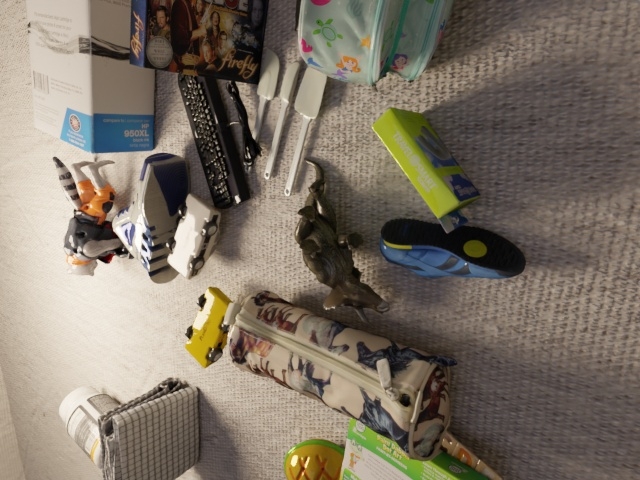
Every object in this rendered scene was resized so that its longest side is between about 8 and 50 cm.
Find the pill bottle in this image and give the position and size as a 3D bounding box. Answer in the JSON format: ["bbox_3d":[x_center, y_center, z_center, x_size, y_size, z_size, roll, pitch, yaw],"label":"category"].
[{"bbox_3d":[-0.740,0.614,1.380,0.278,0.162,0.162,21,113,32],"label":"pill bottle"}]

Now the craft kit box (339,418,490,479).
[{"bbox_3d":[0.133,0.452,0.691,0.250,0.061,0.247,14,98,48],"label":"craft kit box"}]

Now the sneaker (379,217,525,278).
[{"bbox_3d":[0.191,0.024,0.621,0.209,0.069,0.082,12,141,25],"label":"sneaker"}]

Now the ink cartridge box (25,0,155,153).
[{"bbox_3d":[-0.537,-0.432,0.969,0.285,0.166,0.395,24,115,29],"label":"ink cartridge box"}]

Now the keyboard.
[{"bbox_3d":[-0.211,-0.230,0.857,0.201,0.033,0.317,-15,93,42],"label":"keyboard"}]

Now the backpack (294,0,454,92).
[{"bbox_3d":[0.067,-0.305,0.505,0.191,0.253,0.225,19,112,10],"label":"backpack"}]

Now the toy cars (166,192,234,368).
[{"bbox_3d":[-0.255,0.091,0.947,0.176,0.087,0.394,-9,93,32],"label":"toy cars"}]

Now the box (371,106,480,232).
[{"bbox_3d":[0.156,-0.102,0.577,0.042,0.109,0.178,-40,77,34],"label":"box"}]

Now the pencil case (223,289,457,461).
[{"bbox_3d":[0.016,0.210,0.715,0.410,0.160,0.183,14,150,34],"label":"pencil case"}]

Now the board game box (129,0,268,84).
[{"bbox_3d":[-0.190,-0.358,0.683,0.042,0.243,0.165,24,115,29],"label":"board game box"}]

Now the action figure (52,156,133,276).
[{"bbox_3d":[-0.678,-0.061,1.165,0.341,0.178,0.330,8,96,33],"label":"action figure"}]

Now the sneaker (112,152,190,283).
[{"bbox_3d":[-0.429,-0.064,1.005,0.182,0.127,0.316,25,116,27],"label":"sneaker"}]

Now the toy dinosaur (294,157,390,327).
[{"bbox_3d":[0.000,0.000,0.707,0.313,0.121,0.160,60,161,25],"label":"toy dinosaur"}]

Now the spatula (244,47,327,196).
[{"bbox_3d":[-0.075,-0.214,0.773,0.168,0.019,0.242,32,118,28],"label":"spatula"}]

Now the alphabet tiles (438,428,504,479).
[{"bbox_3d":[0.190,0.409,0.680,0.237,0.009,0.198,32,109,45],"label":"alphabet tiles"}]

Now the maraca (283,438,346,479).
[{"bbox_3d":[0.016,0.460,0.831,0.185,0.099,0.127,-7,102,11],"label":"maraca"}]

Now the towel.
[{"bbox_3d":[-0.459,0.535,1.111,0.121,0.235,0.284,15,110,39],"label":"towel"}]
